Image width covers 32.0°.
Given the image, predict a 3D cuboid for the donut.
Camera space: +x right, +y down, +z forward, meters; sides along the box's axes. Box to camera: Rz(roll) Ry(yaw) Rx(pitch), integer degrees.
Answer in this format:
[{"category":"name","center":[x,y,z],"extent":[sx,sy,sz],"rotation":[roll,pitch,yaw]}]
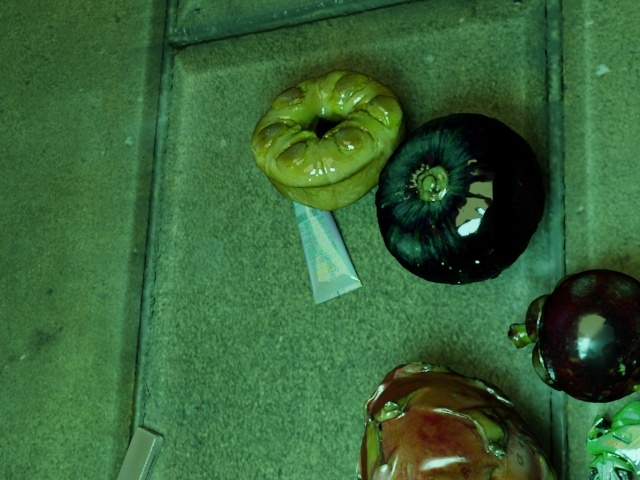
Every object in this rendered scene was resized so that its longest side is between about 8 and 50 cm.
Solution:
[{"category":"donut","center":[0.015,-0.146,1.590],"extent":[0.226,0.114,0.227],"rotation":[-12,47,14]}]

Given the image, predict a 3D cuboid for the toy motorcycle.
[{"category":"toy motorcycle","center":[0.391,0.235,1.343],"extent":[0.190,0.074,0.106],"rotation":[-38,53,14]}]

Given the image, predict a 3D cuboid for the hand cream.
[{"category":"hand cream","center":[0.000,0.000,1.636],"extent":[0.076,0.047,0.174],"rotation":[-23,74,18]}]

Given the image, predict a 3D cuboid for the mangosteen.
[{"category":"mangosteen","center":[0.330,0.107,1.359],"extent":[0.172,0.172,0.184],"rotation":[-45,39,10]}]

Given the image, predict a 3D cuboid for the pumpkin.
[{"category":"pumpkin","center":[0.184,-0.053,1.479],"extent":[0.233,0.163,0.233],"rotation":[-10,70,28]}]

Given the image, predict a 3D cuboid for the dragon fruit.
[{"category":"dragon fruit","center":[0.165,0.286,1.353],"extent":[0.315,0.250,0.250],"rotation":[37,95,29]}]

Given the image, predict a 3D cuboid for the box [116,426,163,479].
[{"category":"box","center":[-0.277,0.344,1.693],"extent":[0.048,0.025,0.115],"rotation":[17,84,36]}]
